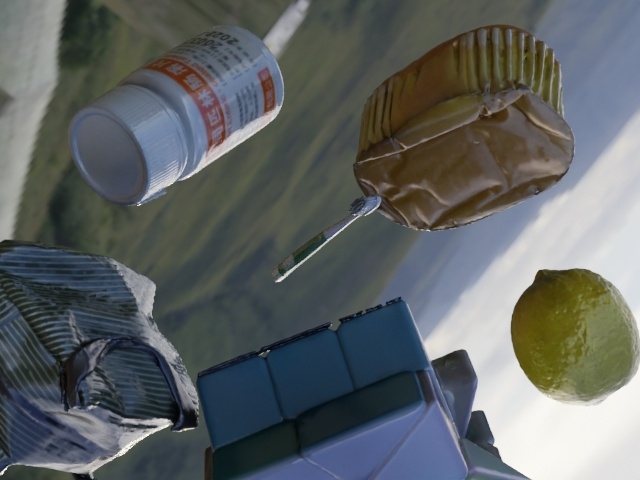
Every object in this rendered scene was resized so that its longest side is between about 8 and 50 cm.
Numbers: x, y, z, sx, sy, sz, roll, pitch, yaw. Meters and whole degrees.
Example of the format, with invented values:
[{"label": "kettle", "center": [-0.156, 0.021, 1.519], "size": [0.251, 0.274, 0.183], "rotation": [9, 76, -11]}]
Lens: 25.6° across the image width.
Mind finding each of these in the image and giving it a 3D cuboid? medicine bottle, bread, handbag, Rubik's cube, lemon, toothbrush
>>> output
[{"label": "medicine bottle", "center": [-0.167, -0.148, 1.649], "size": [0.252, 0.144, 0.144], "rotation": [-37, 169, -40]}, {"label": "bread", "center": [0.185, -0.147, 1.790], "size": [0.288, 0.204, 0.156], "rotation": [-32, -148, 33]}, {"label": "handbag", "center": [-0.309, 0.151, 1.658], "size": [0.247, 0.240, 0.340], "rotation": [-30, 156, 16]}, {"label": "Rubik's cube", "center": [0.051, 0.280, 1.682], "size": [0.387, 0.368, 0.358], "rotation": [-21, -158, 5]}, {"label": "lemon", "center": [0.356, 0.133, 1.962], "size": [0.180, 0.180, 0.193], "rotation": [124, -37, -73]}, {"label": "toothbrush", "center": [0.000, 0.000, 1.631], "size": [0.024, 0.018, 0.257], "rotation": [-10, 164, -31]}]
